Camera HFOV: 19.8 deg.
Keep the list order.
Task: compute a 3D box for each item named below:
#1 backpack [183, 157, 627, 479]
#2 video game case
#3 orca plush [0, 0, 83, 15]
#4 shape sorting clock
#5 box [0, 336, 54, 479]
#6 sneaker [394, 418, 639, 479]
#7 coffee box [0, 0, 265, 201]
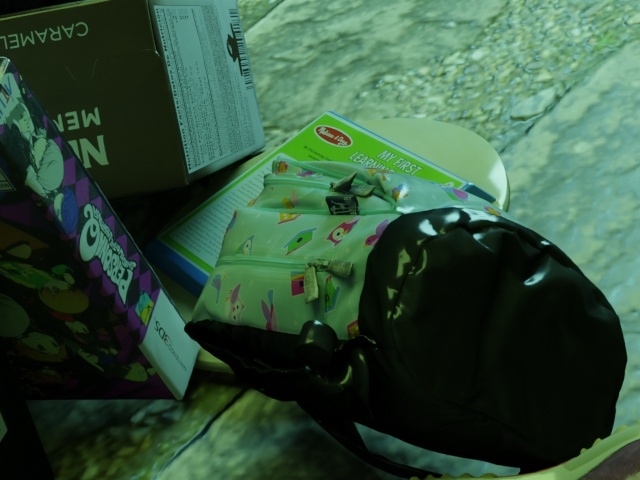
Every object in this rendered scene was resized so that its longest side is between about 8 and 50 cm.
[{"bbox_3d":[0.030,0.030,0.781,0.182,0.152,0.115,10,68,54],"label":"backpack"},{"bbox_3d":[-0.201,0.005,0.856,0.232,0.210,0.042,-2,52,23],"label":"video game case"},{"bbox_3d":[-0.214,-0.150,1.238,0.287,0.151,0.102,6,67,25],"label":"orca plush"},{"bbox_3d":[0.000,0.000,0.952,0.206,0.040,0.206,-19,34,13],"label":"shape sorting clock"},{"bbox_3d":[-0.223,0.073,0.807,0.158,0.156,0.093,-1,34,21],"label":"box"},{"bbox_3d":[0.099,0.125,0.691,0.185,0.069,0.084,-16,39,9],"label":"sneaker"},{"bbox_3d":[-0.123,-0.075,0.984,0.141,0.098,0.246,-10,6,9],"label":"coffee box"}]
